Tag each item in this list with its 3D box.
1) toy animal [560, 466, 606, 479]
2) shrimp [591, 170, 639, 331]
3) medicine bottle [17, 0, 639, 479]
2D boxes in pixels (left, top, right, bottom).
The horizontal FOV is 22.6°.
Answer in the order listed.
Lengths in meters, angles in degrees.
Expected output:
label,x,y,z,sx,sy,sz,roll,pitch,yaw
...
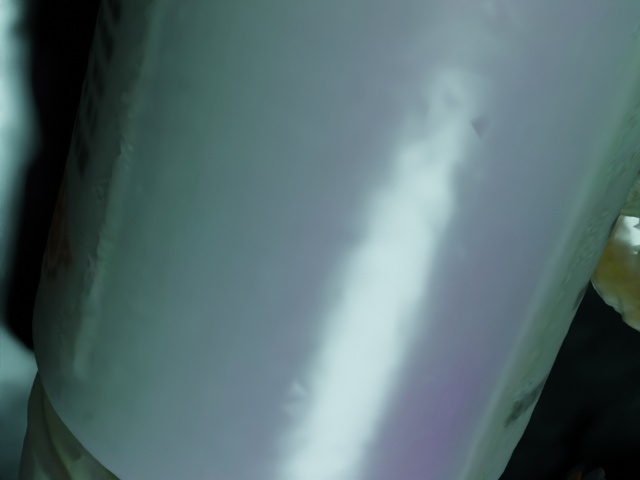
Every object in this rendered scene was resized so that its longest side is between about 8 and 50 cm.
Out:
label,x,y,z,sx,sy,sz,roll,pitch,yaw
toy animal,0.214,0.182,0.934,0.160,0.272,0.197,22,81,-12
shrimp,0.185,-0.061,0.753,0.168,0.077,0.317,-5,127,18
medicine bottle,0.000,0.000,0.653,0.219,0.219,0.388,3,125,-20
